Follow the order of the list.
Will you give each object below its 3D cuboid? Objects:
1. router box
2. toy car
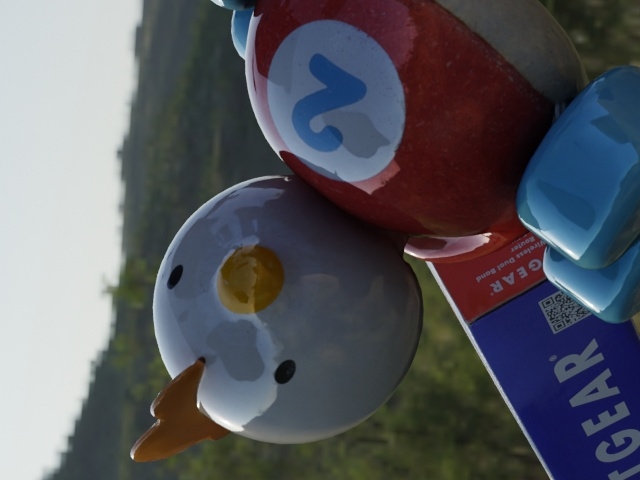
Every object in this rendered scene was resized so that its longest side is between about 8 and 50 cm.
[{"bbox_3d":[0.114,0.015,1.099,0.335,0.082,0.301,57,-176,-49],"label":"router box"},{"bbox_3d":[0.000,0.000,0.712,0.238,0.219,0.210,-52,-18,-2],"label":"toy car"}]
